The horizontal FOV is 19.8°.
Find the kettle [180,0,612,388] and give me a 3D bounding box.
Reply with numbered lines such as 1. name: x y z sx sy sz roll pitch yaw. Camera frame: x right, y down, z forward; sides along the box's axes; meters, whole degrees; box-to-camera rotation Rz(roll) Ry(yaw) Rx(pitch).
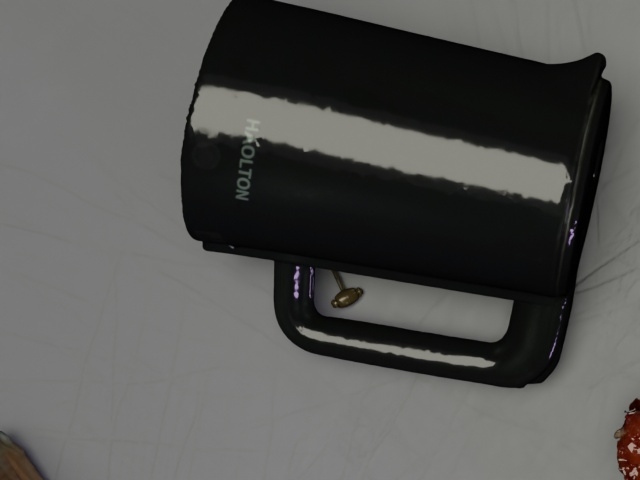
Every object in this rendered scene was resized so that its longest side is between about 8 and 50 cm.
1. kettle: 0.057 -0.039 1.443 0.308 0.203 0.262 12 80 11

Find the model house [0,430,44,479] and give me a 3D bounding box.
1. model house: -0.263 0.356 1.483 0.194 0.267 0.325 -44 88 14

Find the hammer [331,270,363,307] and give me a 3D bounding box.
1. hammer: 0.000 0.000 1.553 0.029 0.014 0.123 -23 78 -10

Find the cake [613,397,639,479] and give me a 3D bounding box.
1. cake: 0.327 0.128 1.422 0.220 0.086 0.117 -44 79 9
